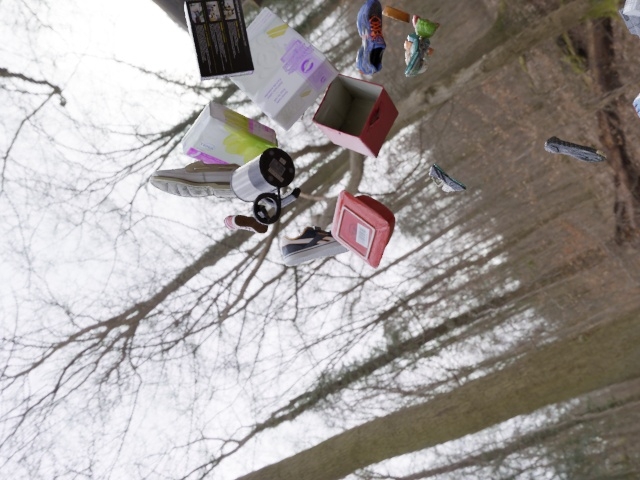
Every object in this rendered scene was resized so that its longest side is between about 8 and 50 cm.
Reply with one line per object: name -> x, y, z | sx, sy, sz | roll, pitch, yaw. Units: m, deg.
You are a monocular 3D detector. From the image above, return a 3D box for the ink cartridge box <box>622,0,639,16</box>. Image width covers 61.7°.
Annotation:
ink cartridge box -> 0.741, -0.547, 1.056 | 0.224, 0.223, 0.045 | 9, -165, -2

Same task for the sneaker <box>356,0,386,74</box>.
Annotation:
sneaker -> 0.163, -0.607, 1.610 | 0.083, 0.221, 0.087 | -17, -148, -25

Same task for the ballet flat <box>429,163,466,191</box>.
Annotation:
ballet flat -> 0.525, -0.246, 2.245 | 0.074, 0.074, 0.203 | 22, -160, -46

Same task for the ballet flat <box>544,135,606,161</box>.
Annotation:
ballet flat -> 0.714, -0.259, 1.500 | 0.173, 0.049, 0.057 | 27, 165, 39

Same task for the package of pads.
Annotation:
package of pads -> -0.330, -0.364, 1.982 | 0.297, 0.229, 0.101 | 19, -134, -34

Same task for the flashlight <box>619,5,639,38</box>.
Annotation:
flashlight -> 0.936, -0.522, 1.440 | 0.304, 0.103, 0.103 | 58, 180, -6

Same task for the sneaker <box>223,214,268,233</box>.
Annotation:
sneaker -> -0.198, -0.043, 1.406 | 0.118, 0.067, 0.042 | 17, -104, -45

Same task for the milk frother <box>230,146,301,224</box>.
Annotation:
milk frother -> -0.128, -0.099, 1.103 | 0.143, 0.135, 0.129 | -43, -76, -34

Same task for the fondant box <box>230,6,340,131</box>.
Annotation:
fondant box -> -0.134, -0.525, 1.633 | 0.330, 0.238, 0.096 | 48, -170, 28

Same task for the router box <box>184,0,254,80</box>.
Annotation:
router box -> -0.243, -0.485, 1.292 | 0.046, 0.133, 0.178 | -165, 64, -74

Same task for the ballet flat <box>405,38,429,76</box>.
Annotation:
ballet flat -> 0.302, -0.548, 1.630 | 0.070, 0.070, 0.188 | 39, -132, -25

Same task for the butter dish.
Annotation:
butter dish -> 0.121, -0.042, 1.283 | 0.118, 0.160, 0.160 | -30, -123, -35

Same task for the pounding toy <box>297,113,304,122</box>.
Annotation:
pounding toy -> -0.126, -0.557, 2.071 | 0.154, 0.154, 0.269 | 15, 170, -4

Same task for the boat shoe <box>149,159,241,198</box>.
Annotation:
boat shoe -> -0.395, -0.204, 1.746 | 0.302, 0.113, 0.103 | 6, -110, -5

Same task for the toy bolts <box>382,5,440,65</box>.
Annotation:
toy bolts -> 0.311, -0.712, 1.897 | 0.218, 0.158, 0.228 | 26, -153, 13

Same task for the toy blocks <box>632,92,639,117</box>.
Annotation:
toy blocks -> 0.945, -0.381, 1.265 | 0.261, 0.382, 0.190 | 80, 180, -66

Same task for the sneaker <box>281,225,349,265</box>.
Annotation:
sneaker -> 0.000, 0.000, 2.116 | 0.321, 0.126, 0.127 | -12, -111, -16

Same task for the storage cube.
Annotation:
storage cube -> 0.121, -0.408, 1.777 | 0.215, 0.183, 0.193 | 25, 178, 26
